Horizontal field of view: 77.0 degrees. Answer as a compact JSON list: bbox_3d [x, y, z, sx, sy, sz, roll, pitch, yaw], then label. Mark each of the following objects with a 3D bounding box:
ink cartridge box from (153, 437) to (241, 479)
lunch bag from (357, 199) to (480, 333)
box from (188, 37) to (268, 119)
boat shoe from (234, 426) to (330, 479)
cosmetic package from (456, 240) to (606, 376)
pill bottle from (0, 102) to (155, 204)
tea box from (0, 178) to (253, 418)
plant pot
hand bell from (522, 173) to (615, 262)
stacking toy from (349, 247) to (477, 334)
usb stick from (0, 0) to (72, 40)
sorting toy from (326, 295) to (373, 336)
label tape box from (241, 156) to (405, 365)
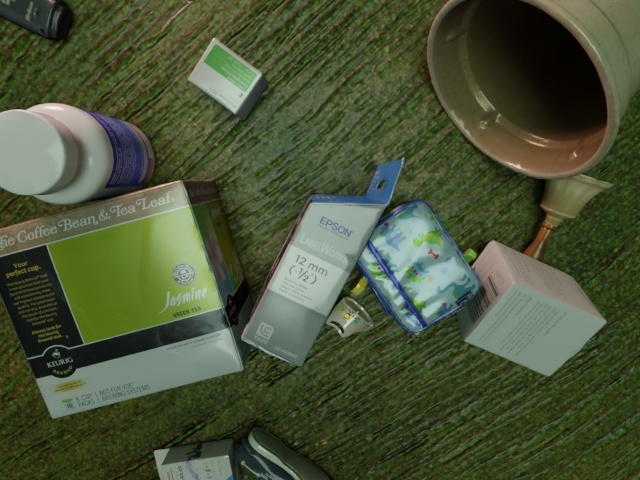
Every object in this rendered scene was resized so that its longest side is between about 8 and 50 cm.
[{"bbox_3d":[-0.273,0.504,0.871,0.182,0.061,0.104,-9,99,1],"label":"ink cartridge box"},{"bbox_3d":[0.169,0.049,0.747,0.176,0.090,0.218,-33,94,5],"label":"lunch bag"},{"bbox_3d":[-0.162,-0.285,0.723,0.101,0.102,0.087,35,99,-8],"label":"box"},{"bbox_3d":[-0.070,0.509,0.860,0.255,0.095,0.079,38,95,-5],"label":"boat shoe"},{"bbox_3d":[0.377,0.125,0.758,0.184,0.151,0.151,24,119,-6],"label":"cosmetic package"},{"bbox_3d":[-0.393,-0.138,0.656,0.153,0.272,0.152,0,99,-2],"label":"pill bottle"},{"bbox_3d":[-0.322,0.083,0.721,0.329,0.220,0.323,-14,100,1],"label":"tea box"},{"bbox_3d":[0.403,-0.322,0.643,0.305,0.334,0.333,-40,98,-6],"label":"plant pot"},{"bbox_3d":[0.447,-0.020,0.792,0.126,0.126,0.241,16,110,-4],"label":"hand bell"},{"bbox_3d":[0.190,0.062,0.814,0.167,0.052,0.221,37,96,-7],"label":"stacking toy"},{"bbox_3d":[-0.589,-0.449,0.716,0.278,0.045,0.077,25,97,-5],"label":"usb stick"},{"bbox_3d":[0.053,0.162,0.834,0.083,0.045,0.075,42,103,-8],"label":"sorting toy"},{"bbox_3d":[0.000,0.000,0.699,0.115,0.249,0.347,25,98,-5],"label":"label tape box"}]
